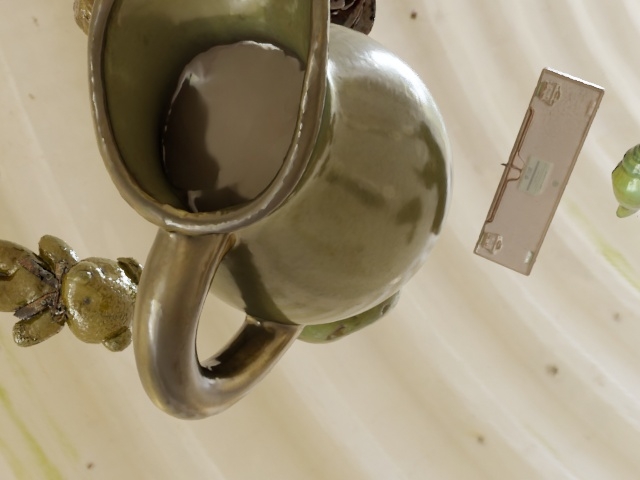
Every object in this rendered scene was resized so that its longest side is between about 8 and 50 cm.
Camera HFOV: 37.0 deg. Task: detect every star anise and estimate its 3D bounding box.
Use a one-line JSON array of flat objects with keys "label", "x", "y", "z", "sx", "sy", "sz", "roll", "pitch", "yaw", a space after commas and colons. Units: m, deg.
[{"label": "star anise", "x": 0.053, "y": -0.424, "z": 1.543, "sx": 0.282, "sy": 0.129, "sz": 0.212, "roll": -68, "pitch": -22, "yaw": 0}]

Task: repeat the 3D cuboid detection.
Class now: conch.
[{"label": "conch", "x": 0.485, "y": -0.093, "z": 1.437, "sx": 0.095, "sy": 0.079, "sz": 0.201, "roll": -35, "pitch": -19, "yaw": 5}]

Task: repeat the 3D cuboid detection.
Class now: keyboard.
[{"label": "keyboard", "x": 0.172, "y": -0.054, "z": 0.768, "sx": 0.017, "sy": 0.055, "sz": 0.166, "roll": -39, "pitch": -31, "yaw": -62}]

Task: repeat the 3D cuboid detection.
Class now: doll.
[{"label": "doll", "x": -0.309, "y": 0.053, "z": 1.101, "sx": 0.097, "sy": 0.209, "sz": 0.137, "roll": 112, "pitch": 168, "yaw": -62}]

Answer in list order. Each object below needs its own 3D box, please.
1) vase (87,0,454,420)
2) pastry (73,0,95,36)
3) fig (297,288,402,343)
[{"label": "vase", "x": -0.047, "y": -0.026, "z": 0.705, "sx": 0.329, "sy": 0.241, "sz": 0.302, "roll": -71, "pitch": -22, "yaw": -7}, {"label": "pastry", "x": -0.224, "y": -0.261, "z": 1.067, "sx": 0.097, "sy": 0.057, "sz": 0.109, "roll": -41, "pitch": -84, "yaw": -25}, {"label": "fig", "x": 0.000, "y": 0.000, "z": 1.350, "sx": 0.206, "sy": 0.206, "sz": 0.275, "roll": -28, "pitch": -77, "yaw": -40}]
